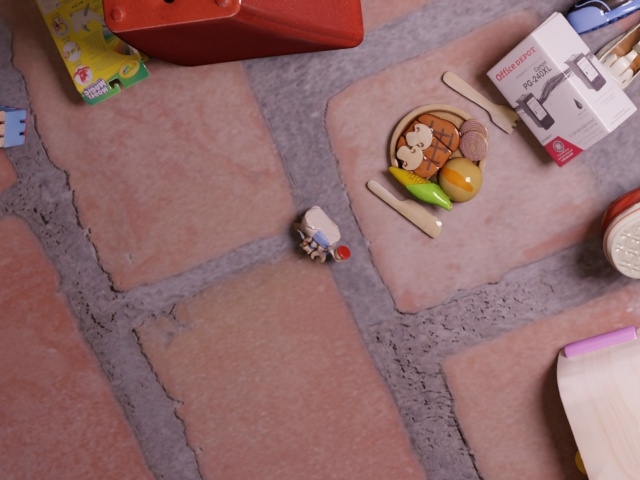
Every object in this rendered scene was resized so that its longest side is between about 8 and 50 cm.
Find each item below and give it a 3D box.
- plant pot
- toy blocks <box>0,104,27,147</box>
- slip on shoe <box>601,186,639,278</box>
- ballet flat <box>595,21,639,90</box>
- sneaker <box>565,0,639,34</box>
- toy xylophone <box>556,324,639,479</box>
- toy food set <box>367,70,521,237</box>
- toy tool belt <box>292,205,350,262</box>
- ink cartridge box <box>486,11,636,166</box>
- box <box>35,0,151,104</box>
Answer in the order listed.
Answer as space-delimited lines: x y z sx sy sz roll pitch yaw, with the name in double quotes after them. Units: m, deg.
-0.127 -0.347 1.517 0.267 0.236 0.267 -3 98 26 "plant pot"
-0.567 -0.182 1.675 0.381 0.261 0.191 10 103 19 "toy blocks"
0.481 -0.059 1.509 0.331 0.101 0.123 -23 115 4 "slip on shoe"
0.371 -0.226 1.534 0.057 0.052 0.168 43 106 4 "ballet flat"
0.383 -0.327 1.506 0.232 0.081 0.090 -28 90 9 "sneaker"
0.419 0.264 1.575 0.236 0.081 0.323 -10 97 21 "toy xylophone"
0.151 -0.108 1.613 0.132 0.038 0.192 35 105 6 "toy food set"
0.000 0.000 1.667 0.083 0.052 0.051 53 137 5 "toy tool belt"
0.285 -0.179 1.530 0.150 0.063 0.109 51 149 1 "ink cartridge box"
-0.299 -0.278 1.695 0.105 0.043 0.179 -24 90 16 "box"
